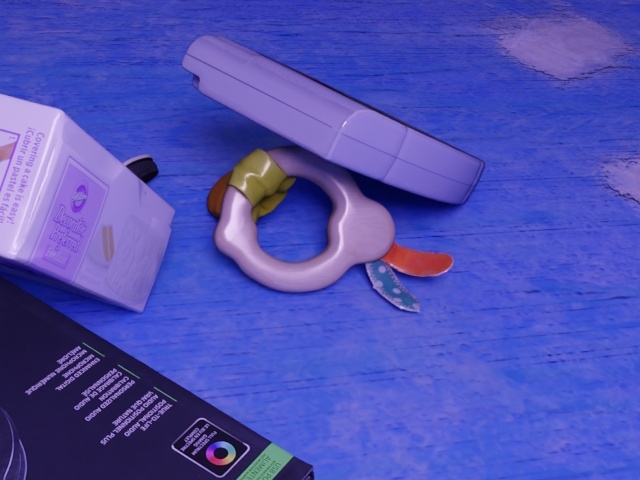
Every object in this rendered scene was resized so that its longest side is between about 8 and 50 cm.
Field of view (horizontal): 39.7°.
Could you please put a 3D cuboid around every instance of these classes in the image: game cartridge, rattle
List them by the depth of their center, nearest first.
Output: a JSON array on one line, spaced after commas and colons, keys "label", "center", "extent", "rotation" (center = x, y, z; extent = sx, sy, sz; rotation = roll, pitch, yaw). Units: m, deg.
[{"label": "rattle", "center": [0.000, 0.000, 0.795], "extent": [0.200, 0.143, 0.130], "rotation": [16, 67, -15]}, {"label": "game cartridge", "center": [0.034, -0.099, 0.801], "extent": [0.196, 0.060, 0.294], "rotation": [35, 13, 27]}]

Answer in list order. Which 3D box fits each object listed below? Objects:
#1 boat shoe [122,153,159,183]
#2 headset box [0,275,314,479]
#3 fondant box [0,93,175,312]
[{"label": "boat shoe", "center": [-0.187, -0.040, 0.804], "extent": [0.042, 0.049, 0.133], "rotation": [44, 35, 1]}, {"label": "headset box", "center": [-0.173, 0.170, 0.445], "extent": [0.283, 0.131, 0.246], "rotation": [27, 41, 23]}, {"label": "fondant box", "center": [-0.298, -0.049, 0.632], "extent": [0.331, 0.238, 0.096], "rotation": [14, 80, 9]}]
